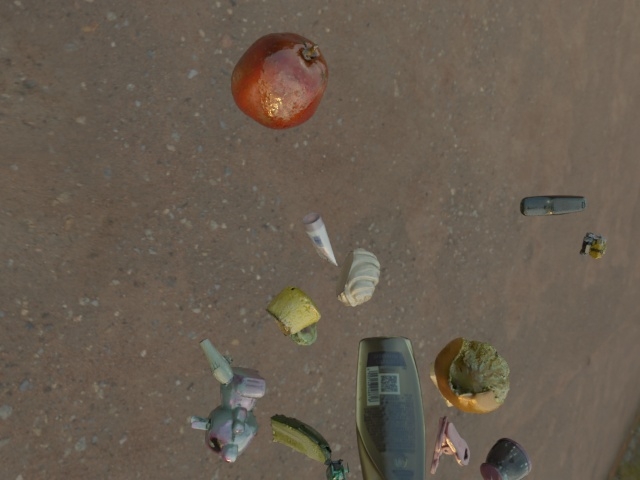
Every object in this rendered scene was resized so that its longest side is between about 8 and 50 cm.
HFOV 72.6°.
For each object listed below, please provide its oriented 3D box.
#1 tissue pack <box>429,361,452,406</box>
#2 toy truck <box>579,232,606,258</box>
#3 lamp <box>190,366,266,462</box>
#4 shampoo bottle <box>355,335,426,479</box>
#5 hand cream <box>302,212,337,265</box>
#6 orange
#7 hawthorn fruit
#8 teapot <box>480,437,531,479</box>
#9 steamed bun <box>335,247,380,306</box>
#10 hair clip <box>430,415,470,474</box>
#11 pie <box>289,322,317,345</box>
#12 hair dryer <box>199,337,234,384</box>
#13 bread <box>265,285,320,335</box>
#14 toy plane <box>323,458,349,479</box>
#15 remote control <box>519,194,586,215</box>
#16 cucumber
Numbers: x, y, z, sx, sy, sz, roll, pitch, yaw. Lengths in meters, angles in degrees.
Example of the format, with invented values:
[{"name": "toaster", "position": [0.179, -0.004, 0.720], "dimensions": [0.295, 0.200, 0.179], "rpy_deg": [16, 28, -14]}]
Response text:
[{"name": "tissue pack", "position": [0.563, 0.545, 1.709], "dimensions": [0.186, 0.222, 0.090], "rpy_deg": [61, 31, -12]}, {"name": "toy truck", "position": [0.816, 0.016, 1.299], "dimensions": [0.123, 0.062, 0.052], "rpy_deg": [-21, 121, -51]}, {"name": "lamp", "position": [-0.333, 0.623, 1.585], "dimensions": [0.247, 0.247, 0.301], "rpy_deg": [16, 83, -21]}, {"name": "shampoo bottle", "position": [0.128, 0.353, 0.789], "dimensions": [0.084, 0.125, 0.350], "rpy_deg": [72, 15, -58]}, {"name": "hand cream", "position": [0.000, 0.000, 1.900], "dimensions": [0.083, 0.133, 0.248], "rpy_deg": [-36, 129, -19]}, {"name": "orange", "position": [0.314, 0.281, 0.909], "dimensions": [0.134, 0.156, 0.157], "rpy_deg": [4, 96, -58]}, {"name": "hawthorn fruit", "position": [-0.107, -0.475, 1.282], "dimensions": [0.275, 0.299, 0.275], "rpy_deg": [23, 52, -33]}, {"name": "teapot", "position": [0.549, 0.692, 1.319], "dimensions": [0.146, 0.116, 0.148], "rpy_deg": [-17, 121, -32]}, {"name": "steamed bun", "position": [0.116, 0.116, 1.301], "dimensions": [0.106, 0.183, 0.183], "rpy_deg": [16, 85, -6]}, {"name": "hair clip", "position": [0.316, 0.531, 1.147], "dimensions": [0.138, 0.102, 0.123], "rpy_deg": [56, 35, -17]}, {"name": "pie", "position": [-0.086, 0.358, 1.997], "dimensions": [0.201, 0.090, 0.248], "rpy_deg": [3, 68, -56]}, {"name": "hair dryer", "position": [-0.351, 0.388, 1.506], "dimensions": [0.067, 0.199, 0.167], "rpy_deg": [-30, 104, 1]}, {"name": "bread", "position": [-0.106, 0.282, 1.737], "dimensions": [0.170, 0.197, 0.197], "rpy_deg": [-40, 127, -16]}, {"name": "toy plane", "position": [0.054, 0.797, 1.489], "dimensions": [0.235, 0.060, 0.096], "rpy_deg": [106, -16, -51]}, {"name": "remote control", "position": [0.832, -0.126, 1.559], "dimensions": [0.042, 0.221, 0.072], "rpy_deg": [-54, 141, -76]}, {"name": "cucumber", "position": [-0.068, 0.807, 1.795], "dimensions": [0.105, 0.325, 0.145], "rpy_deg": [-18, 105, -44]}]
